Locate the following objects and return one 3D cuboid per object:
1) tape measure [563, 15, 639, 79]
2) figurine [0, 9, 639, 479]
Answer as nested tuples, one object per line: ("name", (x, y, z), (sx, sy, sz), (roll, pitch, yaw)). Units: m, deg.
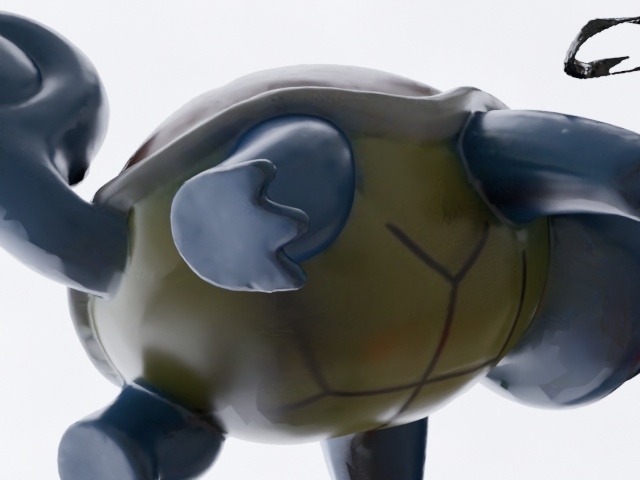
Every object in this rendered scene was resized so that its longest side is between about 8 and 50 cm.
("tape measure", (0.208, -0.094, 0.859), (0.180, 0.107, 0.104), (-40, -54, 8))
("figurine", (-0.003, 0.021, 0.911), (0.416, 0.298, 0.243), (13, -148, -17))
